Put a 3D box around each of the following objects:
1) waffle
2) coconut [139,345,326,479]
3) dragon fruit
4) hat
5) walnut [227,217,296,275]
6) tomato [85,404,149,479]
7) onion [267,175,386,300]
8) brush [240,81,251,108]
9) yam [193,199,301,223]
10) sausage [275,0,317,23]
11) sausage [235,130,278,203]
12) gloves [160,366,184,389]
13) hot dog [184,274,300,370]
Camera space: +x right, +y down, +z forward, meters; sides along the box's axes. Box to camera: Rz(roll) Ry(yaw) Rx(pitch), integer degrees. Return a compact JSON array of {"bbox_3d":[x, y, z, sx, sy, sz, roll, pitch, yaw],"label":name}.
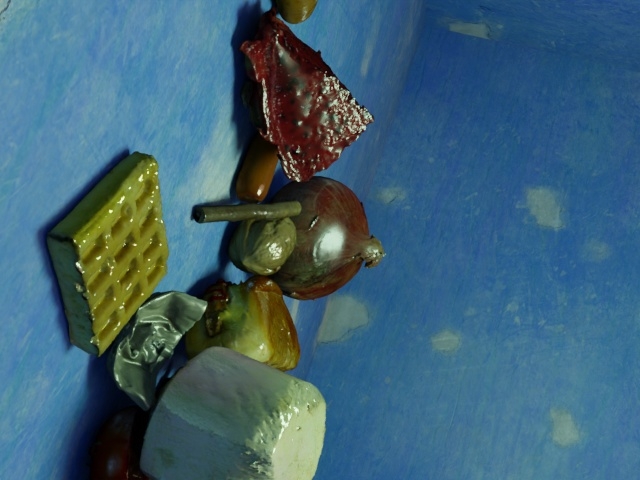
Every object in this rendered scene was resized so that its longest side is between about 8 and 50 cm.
[{"bbox_3d":[-0.312,0.019,1.022,0.221,0.055,0.248,-61,163,-47],"label":"waffle"},{"bbox_3d":[-0.174,0.352,1.214,0.297,0.309,0.297,-40,136,-54],"label":"coconut"},{"bbox_3d":[-0.092,-0.331,1.436,0.228,0.286,0.329,-42,134,16],"label":"dragon fruit"},{"bbox_3d":[-0.318,0.188,1.217,0.244,0.149,0.214,-15,-136,58],"label":"hat"},{"bbox_3d":[-0.141,0.007,1.589,0.184,0.155,0.155,-58,161,-51],"label":"walnut"},{"bbox_3d":[-0.366,0.414,1.214,0.228,0.101,0.228,-1,90,-89],"label":"tomato"},{"bbox_3d":[-0.022,0.002,1.827,0.353,0.353,0.354,16,90,-79],"label":"onion"},{"bbox_3d":[-0.148,-0.295,1.470,0.164,0.014,0.051,70,39,-72],"label":"brush"},{"bbox_3d":[-0.152,-0.062,1.461,0.045,0.045,0.327,-33,167,32],"label":"yam"},{"bbox_3d":[-0.057,-0.535,1.355,0.270,0.109,0.109,66,42,-77],"label":"sausage"},{"bbox_3d":[-0.136,-0.179,1.527,0.076,0.076,0.197,67,40,-72],"label":"sausage"},{"bbox_3d":[-0.298,0.419,1.404,0.197,0.152,0.301,-31,-137,55],"label":"gloves"},{"bbox_3d":[-0.175,0.200,1.531,0.405,0.185,0.223,54,23,-74],"label":"hot dog"}]
